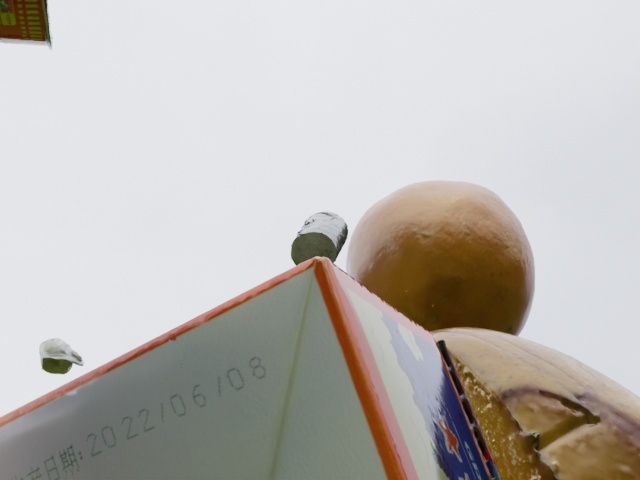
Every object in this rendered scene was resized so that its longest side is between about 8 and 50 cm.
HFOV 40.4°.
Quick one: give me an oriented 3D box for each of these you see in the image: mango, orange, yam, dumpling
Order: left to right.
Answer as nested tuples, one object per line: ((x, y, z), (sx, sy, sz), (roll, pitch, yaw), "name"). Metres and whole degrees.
((-0.359, 0.158, 1.205), (0.057, 0.052, 0.076), (-7, -31, -17), "dumpling")
((0.000, 0.000, 0.959), (0.054, 0.132, 0.054), (1, -78, 7), "yam")
((0.193, 0.052, 1.400), (0.312, 0.312, 0.312), (-2, -47, -2), "orange")
((0.225, 0.212, 0.874), (0.201, 0.350, 0.199), (-53, -34, 5), "mango")

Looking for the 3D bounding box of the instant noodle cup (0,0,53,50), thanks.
((-0.452, -0.324, 1.086), (0.212, 0.193, 0.193), (-7, -45, -15), "instant noodle cup")

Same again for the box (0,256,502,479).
((-0.046, 0.248, 0.624), (0.348, 0.319, 0.257), (-28, -29, 14), "box")
